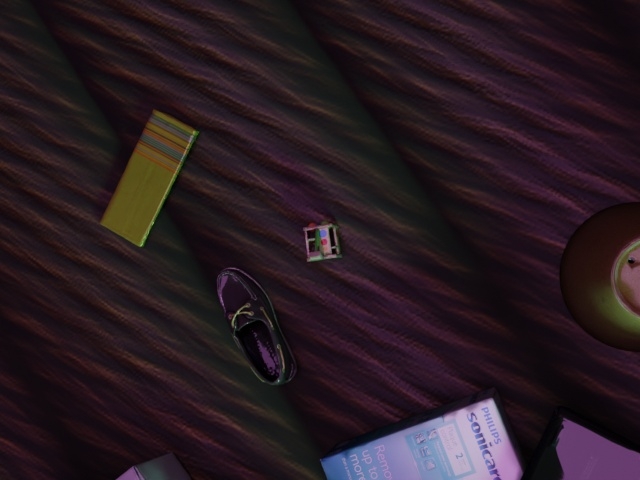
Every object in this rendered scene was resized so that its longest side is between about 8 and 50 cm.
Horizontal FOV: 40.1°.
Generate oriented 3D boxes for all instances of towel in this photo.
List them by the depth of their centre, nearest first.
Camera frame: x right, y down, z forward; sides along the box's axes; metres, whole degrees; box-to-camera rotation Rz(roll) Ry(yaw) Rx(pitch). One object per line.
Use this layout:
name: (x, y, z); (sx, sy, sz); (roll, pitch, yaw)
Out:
towel: (-0.311, -0.114, 1.592); (0.102, 0.021, 0.237); (29, 96, 19)

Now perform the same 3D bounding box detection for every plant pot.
plant pot: (0.473, 0.054, 1.267); (0.237, 0.254, 0.237); (0, 88, 13)

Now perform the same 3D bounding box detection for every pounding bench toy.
pounding bench toy: (0.000, 0.000, 1.474); (0.052, 0.083, 0.065); (-9, 87, 14)

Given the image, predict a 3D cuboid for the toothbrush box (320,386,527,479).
toothbrush box: (0.181, 0.389, 1.395); (0.295, 0.126, 0.216); (-22, 84, 11)

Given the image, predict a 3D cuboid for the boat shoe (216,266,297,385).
boat shoe: (-0.115, 0.144, 1.506); (0.081, 0.068, 0.228); (-33, 81, 11)

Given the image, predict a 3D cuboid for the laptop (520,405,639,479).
laptop: (0.473, 0.504, 1.300); (0.407, 0.236, 0.382); (27, 94, 24)

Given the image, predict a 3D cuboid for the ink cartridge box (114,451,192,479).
ink cartridge box: (-0.341, 0.470, 1.505); (0.218, 0.158, 0.092); (-37, 77, 10)
